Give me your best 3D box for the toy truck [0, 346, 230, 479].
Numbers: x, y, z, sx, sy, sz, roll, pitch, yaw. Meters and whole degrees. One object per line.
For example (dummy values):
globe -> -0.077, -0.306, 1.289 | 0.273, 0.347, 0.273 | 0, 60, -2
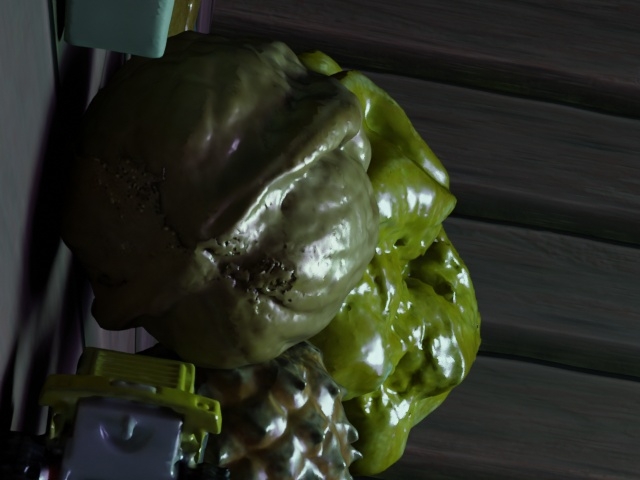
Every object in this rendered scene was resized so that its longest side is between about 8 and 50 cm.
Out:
toy truck -> -0.124, 0.188, 1.043 | 0.111, 0.136, 0.286 | -85, -173, -54

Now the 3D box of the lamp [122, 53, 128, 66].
lamp -> -0.125, -0.132, 1.242 | 0.041, 0.054, 0.121 | 111, -4, -77

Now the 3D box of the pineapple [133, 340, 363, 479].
pineapple -> -0.053, 0.238, 1.166 | 0.175, 0.175, 0.361 | -109, -163, -84

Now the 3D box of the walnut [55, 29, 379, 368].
walnut -> -0.058, -0.026, 1.066 | 0.245, 0.198, 0.198 | -73, 173, -73

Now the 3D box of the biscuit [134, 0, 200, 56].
biscuit -> -0.134, -0.163, 1.567 | 0.278, 0.043, 0.301 | -87, -173, -68

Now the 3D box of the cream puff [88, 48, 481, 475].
cream puff -> -0.002, -0.009, 1.363 | 0.323, 0.269, 0.274 | 53, -46, 37

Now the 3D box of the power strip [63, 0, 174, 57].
power strip -> -0.078, -0.283, 0.995 | 0.091, 0.062, 0.385 | 113, -12, -65
